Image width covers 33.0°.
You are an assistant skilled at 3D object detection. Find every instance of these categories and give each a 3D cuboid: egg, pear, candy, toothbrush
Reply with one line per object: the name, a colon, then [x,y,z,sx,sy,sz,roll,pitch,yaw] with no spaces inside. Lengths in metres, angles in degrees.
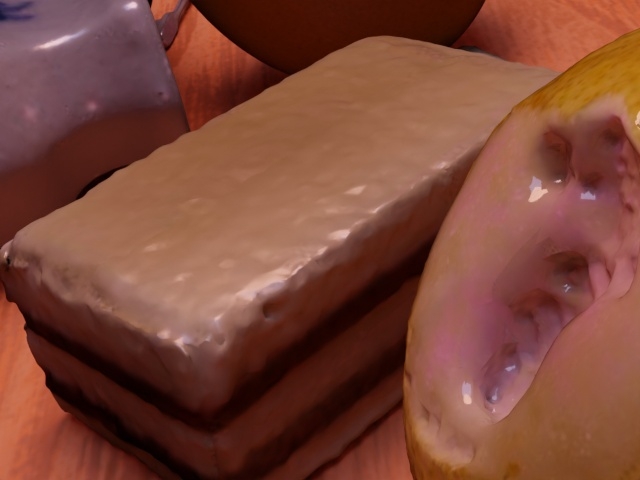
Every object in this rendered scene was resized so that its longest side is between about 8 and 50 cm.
egg: [0.001,-0.259,0.849,0.250,0.322,0.250,-20,59,37]
pear: [0.153,0.053,0.395,0.271,0.271,0.271,-9,34,6]
candy: [0.000,0.000,0.628,0.320,0.135,0.179,-35,41,-28]
toothbrush: [-0.144,-0.297,1.202,0.029,0.024,0.354,-12,34,17]

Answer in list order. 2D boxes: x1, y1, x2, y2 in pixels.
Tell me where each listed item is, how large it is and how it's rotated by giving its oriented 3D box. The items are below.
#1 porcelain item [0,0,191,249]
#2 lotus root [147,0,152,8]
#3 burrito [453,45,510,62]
porcelain item: [-0.310,-0.074,0.802,0.405,0.179,0.242,-21,36,-8]
lotus root: [-0.242,-0.271,0.955,0.195,0.397,0.179,-10,73,-11]
burrito: [0.123,-0.115,0.828,0.074,0.044,0.118,-27,34,-14]
